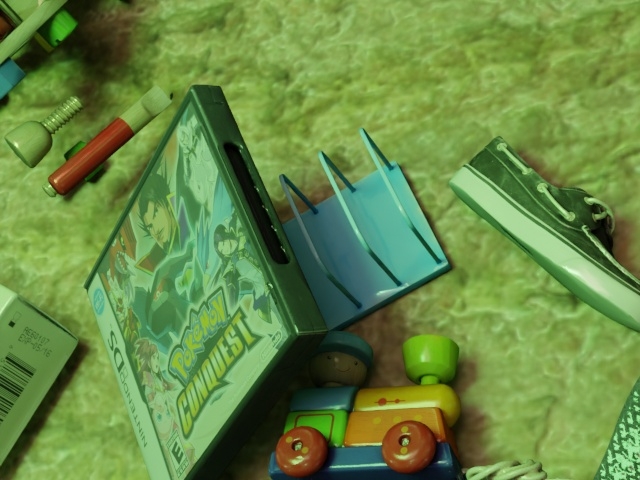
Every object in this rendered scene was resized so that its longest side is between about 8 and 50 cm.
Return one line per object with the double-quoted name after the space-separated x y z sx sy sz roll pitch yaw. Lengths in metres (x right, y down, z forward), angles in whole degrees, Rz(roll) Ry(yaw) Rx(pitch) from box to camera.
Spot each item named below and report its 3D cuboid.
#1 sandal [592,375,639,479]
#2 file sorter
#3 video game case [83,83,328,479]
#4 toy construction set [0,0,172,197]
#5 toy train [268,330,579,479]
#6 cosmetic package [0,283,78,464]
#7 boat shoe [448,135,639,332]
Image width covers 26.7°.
0.257 0.169 1.006 0.097 0.054 0.254 38 95 39 "sandal"
0.000 0.000 1.154 0.170 0.104 0.118 -30 59 9 "file sorter"
-0.108 0.054 1.122 0.275 0.035 0.248 -55 48 41 "video game case"
-0.261 -0.218 1.319 0.237 0.257 0.309 -42 78 -13 "toy construction set"
0.090 0.137 1.065 0.248 0.105 0.143 -6 52 21 "toy train"
-0.397 0.081 1.271 0.309 0.113 0.160 24 76 34 "cosmetic package"
0.197 -0.011 1.091 0.070 0.078 0.219 -47 57 0 "boat shoe"
